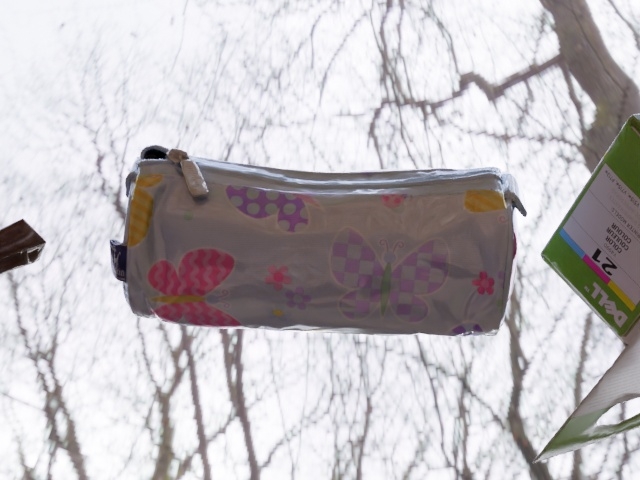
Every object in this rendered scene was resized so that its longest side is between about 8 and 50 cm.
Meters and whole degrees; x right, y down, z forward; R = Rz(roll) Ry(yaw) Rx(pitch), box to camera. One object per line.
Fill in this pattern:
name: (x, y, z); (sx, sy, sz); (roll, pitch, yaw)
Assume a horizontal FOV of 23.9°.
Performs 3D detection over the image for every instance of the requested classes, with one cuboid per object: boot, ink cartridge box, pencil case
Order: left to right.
boot: (-0.311, 0.000, 1.370); (0.114, 0.037, 0.106); (-21, -36, -9)
pencil case: (0.000, 0.000, 1.032); (0.273, 0.113, 0.124); (4, -74, 3)
ink cartridge box: (0.243, 0.030, 1.097); (0.097, 0.189, 0.255); (50, -51, 28)
